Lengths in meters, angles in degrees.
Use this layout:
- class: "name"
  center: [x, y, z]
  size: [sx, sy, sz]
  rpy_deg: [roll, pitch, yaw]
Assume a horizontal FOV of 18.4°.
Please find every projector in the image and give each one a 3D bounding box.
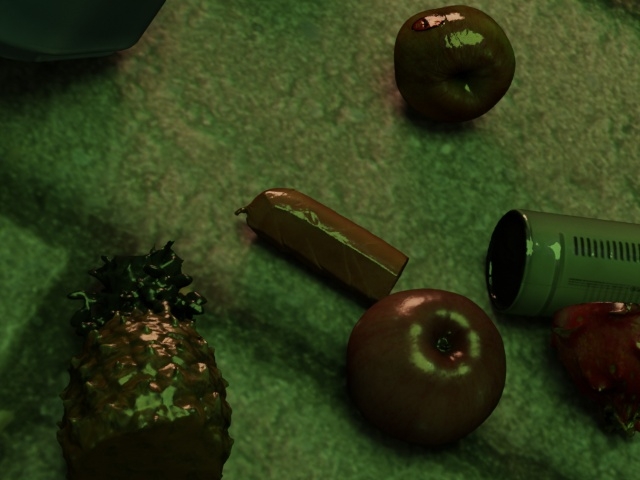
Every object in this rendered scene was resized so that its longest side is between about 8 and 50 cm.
- class: "projector"
  center: [0.339, 0.037, 1.979]
  size: [0.337, 0.108, 0.108]
  rpy_deg: [6, 54, -17]

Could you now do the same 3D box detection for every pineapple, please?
- class: "pineapple"
  center: [-0.150, 0.102, 1.734]
  size: [0.157, 0.158, 0.279]
  rpy_deg: [11, 41, -13]

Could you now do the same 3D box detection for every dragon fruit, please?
- class: "dragon fruit"
  center: [0.291, 0.126, 1.889]
  size: [0.153, 0.153, 0.111]
  rpy_deg: [9, 71, -15]

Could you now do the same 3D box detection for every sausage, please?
- class: "sausage"
  center: [0.000, 0.000, 1.909]
  size: [0.169, 0.065, 0.065]
  rpy_deg: [31, 51, 3]

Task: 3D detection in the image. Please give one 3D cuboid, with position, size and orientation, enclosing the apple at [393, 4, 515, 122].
- class: "apple"
  center: [0.139, -0.185, 2.054]
  size: [0.126, 0.126, 0.102]
  rpy_deg: [6, 30, -17]

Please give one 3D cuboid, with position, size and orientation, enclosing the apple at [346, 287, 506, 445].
- class: "apple"
  center: [0.100, 0.115, 1.824]
  size: [0.153, 0.120, 0.153]
  rpy_deg: [10, 54, -15]

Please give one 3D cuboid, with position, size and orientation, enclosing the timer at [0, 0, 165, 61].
- class: "timer"
  center: [-0.325, -0.343, 1.870]
  size: [0.395, 0.173, 0.395]
  rpy_deg: [32, 26, -18]
